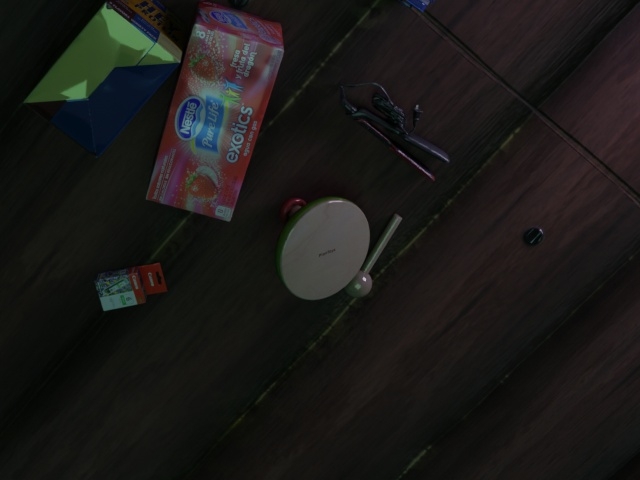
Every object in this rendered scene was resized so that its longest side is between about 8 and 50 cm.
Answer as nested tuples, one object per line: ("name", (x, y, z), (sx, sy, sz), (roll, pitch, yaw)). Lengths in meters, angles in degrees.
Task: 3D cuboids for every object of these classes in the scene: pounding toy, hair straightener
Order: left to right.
("pounding toy", (0.000, 0.000, 1.871), (0.236, 0.110, 0.183), (10, 106, -41))
("hair straightener", (0.127, -0.197, 1.805), (0.230, 0.047, 0.089), (37, 108, -15))

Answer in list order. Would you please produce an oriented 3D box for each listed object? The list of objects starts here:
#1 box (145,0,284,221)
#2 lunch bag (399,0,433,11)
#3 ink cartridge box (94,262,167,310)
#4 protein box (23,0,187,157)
("box", (-0.167, -0.205, 1.717), (0.142, 0.154, 0.300), (15, 115, -11))
("lunch bag", (0.139, -0.399, 1.688), (0.098, 0.067, 0.065), (33, 110, -19))
("ink cartridge box", (-0.331, 0.081, 1.911), (0.115, 0.029, 0.063), (-11, 116, 2))
("protein box", (-0.318, -0.268, 1.645), (0.136, 0.201, 0.200), (38, 108, -20))
